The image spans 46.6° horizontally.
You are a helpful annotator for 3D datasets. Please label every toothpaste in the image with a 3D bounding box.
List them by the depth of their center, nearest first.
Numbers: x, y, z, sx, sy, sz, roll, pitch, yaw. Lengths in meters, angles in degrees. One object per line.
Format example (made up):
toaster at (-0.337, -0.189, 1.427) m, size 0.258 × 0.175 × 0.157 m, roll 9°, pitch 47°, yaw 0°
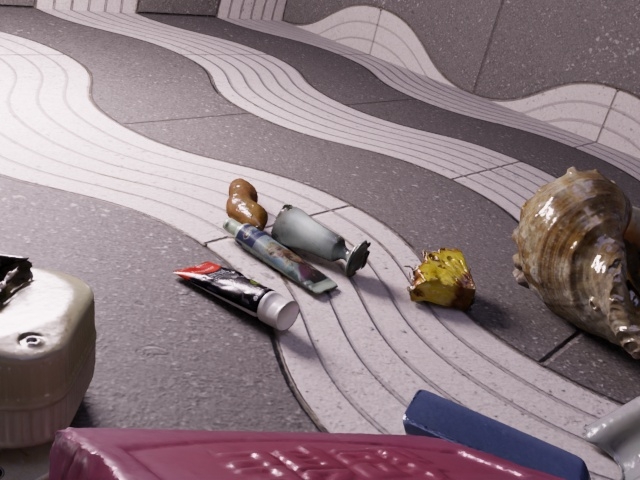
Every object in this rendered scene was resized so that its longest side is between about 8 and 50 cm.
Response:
toothpaste at (-0.118, 0.069, 1.031) m, size 0.193 × 0.045 × 0.071 m, roll 24°, pitch 25°, yaw 34°
toothpaste at (-0.070, 0.023, 1.163) m, size 0.216 × 0.037 × 0.062 m, roll 33°, pitch 28°, yaw 25°

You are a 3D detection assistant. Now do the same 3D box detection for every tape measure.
tape measure at (-0.362, 0.089, 0.722) m, size 0.270 × 0.133 × 0.231 m, roll 1°, pitch 19°, yaw -6°

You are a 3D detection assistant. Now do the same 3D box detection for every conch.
conch at (0.459, 0.059, 1.196) m, size 0.297 × 0.210 × 0.353 m, roll 9°, pitch 58°, yaw -16°

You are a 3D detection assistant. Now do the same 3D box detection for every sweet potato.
sweet potato at (-0.135, -0.065, 1.294) m, size 0.065 × 0.051 × 0.218 m, roll 2°, pitch 26°, yaw -18°

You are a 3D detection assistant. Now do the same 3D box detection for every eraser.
eraser at (0.201, 0.240, 0.837) m, size 0.225 × 0.036 × 0.082 m, roll 21°, pitch 25°, yaw 14°

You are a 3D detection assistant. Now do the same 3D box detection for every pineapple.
pineapple at (0.195, 0.071, 1.183) m, size 0.116 × 0.069 × 0.137 m, roll 34°, pitch 39°, yaw 26°

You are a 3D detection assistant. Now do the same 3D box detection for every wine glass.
wine glass at (0.000, 0.000, 1.208) m, size 0.155 × 0.072 × 0.072 m, roll 26°, pitch 27°, yaw 23°

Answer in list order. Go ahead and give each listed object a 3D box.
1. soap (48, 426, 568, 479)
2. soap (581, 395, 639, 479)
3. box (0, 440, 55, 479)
soap at (0.004, 0.217, 0.525) m, size 0.359 × 0.128 × 0.233 m, roll 10°, pitch -6°, yaw -31°
soap at (0.515, 0.283, 0.917) m, size 0.302 × 0.258 × 0.159 m, roll -31°, pitch 27°, yaw 8°
box at (-0.306, 0.209, 0.639) m, size 0.090 × 0.024 × 0.167 m, roll 27°, pitch 27°, yaw 27°
